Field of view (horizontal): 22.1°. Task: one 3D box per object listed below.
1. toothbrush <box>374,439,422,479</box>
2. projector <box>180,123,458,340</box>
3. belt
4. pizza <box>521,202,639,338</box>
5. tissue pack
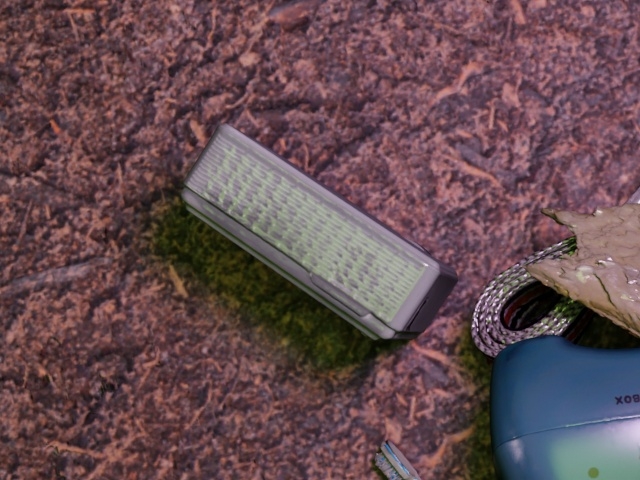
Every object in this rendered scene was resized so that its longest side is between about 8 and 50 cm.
[{"bbox_3d":[0.151,0.318,1.632,0.028,0.026,0.294,-44,79,20],"label":"toothbrush"},{"bbox_3d":[0.000,0.000,1.607,0.257,0.192,0.099,34,94,11],"label":"projector"},{"bbox_3d":[0.298,0.001,1.612,0.359,0.094,0.126,-37,76,1],"label":"belt"},{"bbox_3d":[0.312,0.021,1.510,0.262,0.034,0.181,24,57,27],"label":"pizza"},{"bbox_3d":[0.304,0.195,1.526,0.287,0.198,0.206,-6,65,4],"label":"tissue pack"}]
